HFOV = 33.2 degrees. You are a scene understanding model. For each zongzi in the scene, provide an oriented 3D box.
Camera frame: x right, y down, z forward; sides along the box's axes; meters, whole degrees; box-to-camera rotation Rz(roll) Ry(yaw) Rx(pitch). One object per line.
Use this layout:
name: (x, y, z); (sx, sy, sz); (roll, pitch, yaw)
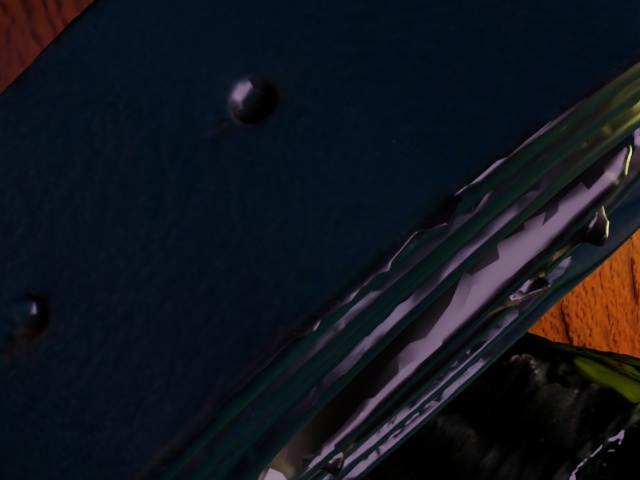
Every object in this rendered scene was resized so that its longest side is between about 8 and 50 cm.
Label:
zongzi: (0.122, 0.149, 0.741); (0.319, 0.362, 0.383); (-56, 172, -10)

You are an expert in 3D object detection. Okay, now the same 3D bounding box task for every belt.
belt: (0.001, -0.002, 0.474); (0.436, 0.173, 0.300); (-44, 160, -4)
